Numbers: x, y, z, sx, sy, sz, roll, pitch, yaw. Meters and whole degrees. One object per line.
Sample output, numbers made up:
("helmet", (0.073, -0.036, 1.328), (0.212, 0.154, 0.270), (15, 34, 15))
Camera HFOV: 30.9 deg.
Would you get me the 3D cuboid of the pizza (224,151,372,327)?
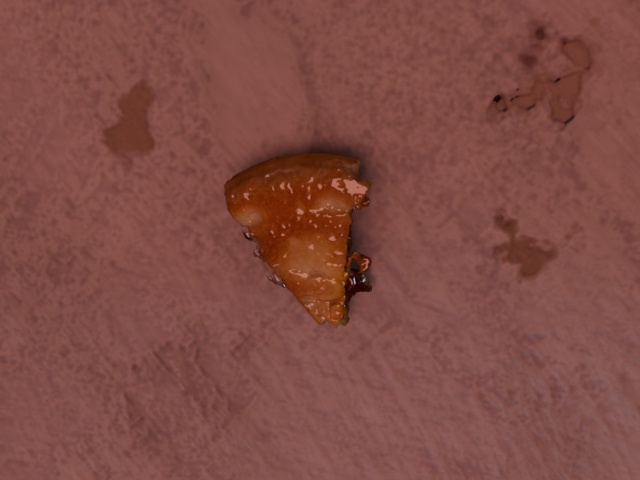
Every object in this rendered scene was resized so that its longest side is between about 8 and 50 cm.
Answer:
("pizza", (-0.001, 0.000, 1.188), (0.154, 0.069, 0.194), (-10, 114, 18))
